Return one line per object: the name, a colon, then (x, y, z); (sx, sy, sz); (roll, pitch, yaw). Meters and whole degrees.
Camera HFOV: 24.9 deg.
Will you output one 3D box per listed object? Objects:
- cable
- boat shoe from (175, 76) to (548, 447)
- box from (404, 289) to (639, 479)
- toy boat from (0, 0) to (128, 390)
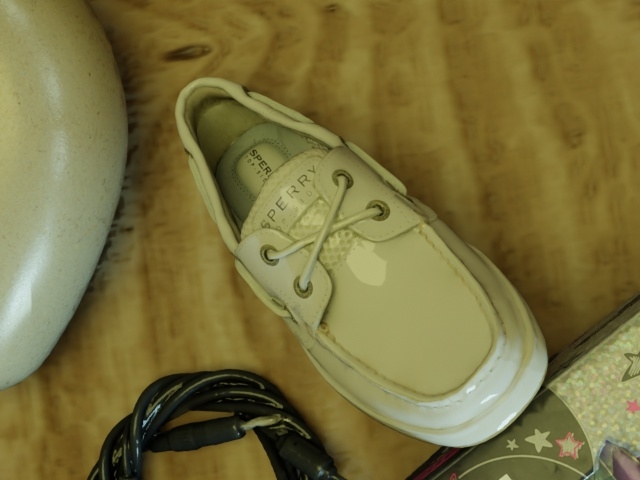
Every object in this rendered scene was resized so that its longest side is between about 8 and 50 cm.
cable: (-0.074, 0.167, 0.838); (0.150, 0.047, 0.184); (40, 101, 12)
boat shoe: (0.000, 0.000, 0.720); (0.098, 0.096, 0.277); (-47, 44, -3)
box: (0.153, 0.117, 0.712); (0.247, 0.163, 0.142); (-42, 82, 12)
toy boat: (-0.262, -0.070, 0.853); (0.318, 0.148, 0.267); (23, 102, 7)
